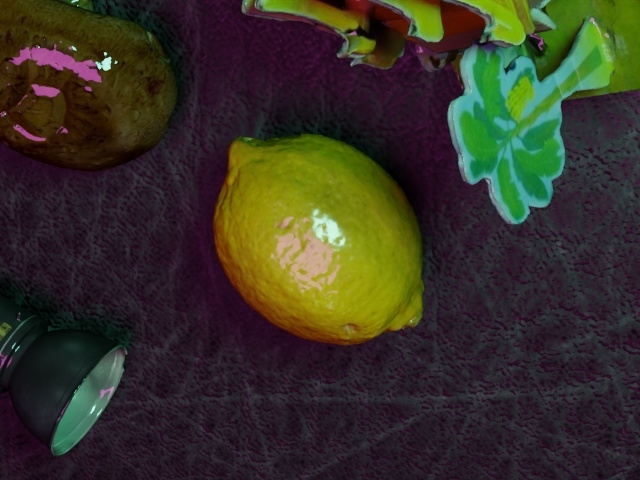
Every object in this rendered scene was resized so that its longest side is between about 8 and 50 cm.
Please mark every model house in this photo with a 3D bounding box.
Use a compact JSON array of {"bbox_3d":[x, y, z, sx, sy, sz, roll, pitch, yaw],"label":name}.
[{"bbox_3d":[0.083,-0.191,0.954,0.242,0.312,0.358,2,122,47],"label":"model house"}]

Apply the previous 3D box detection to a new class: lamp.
[{"bbox_3d":[-0.355,0.129,1.362,0.227,0.147,0.172,29,142,9],"label":"lamp"}]

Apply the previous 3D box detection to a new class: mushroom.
[{"bbox_3d":[-0.260,-0.151,1.187,0.231,0.138,0.194,12,118,9],"label":"mushroom"}]

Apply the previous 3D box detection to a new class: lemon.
[{"bbox_3d":[0.000,0.000,1.163,0.256,0.188,0.188,45,118,-7],"label":"lemon"}]
